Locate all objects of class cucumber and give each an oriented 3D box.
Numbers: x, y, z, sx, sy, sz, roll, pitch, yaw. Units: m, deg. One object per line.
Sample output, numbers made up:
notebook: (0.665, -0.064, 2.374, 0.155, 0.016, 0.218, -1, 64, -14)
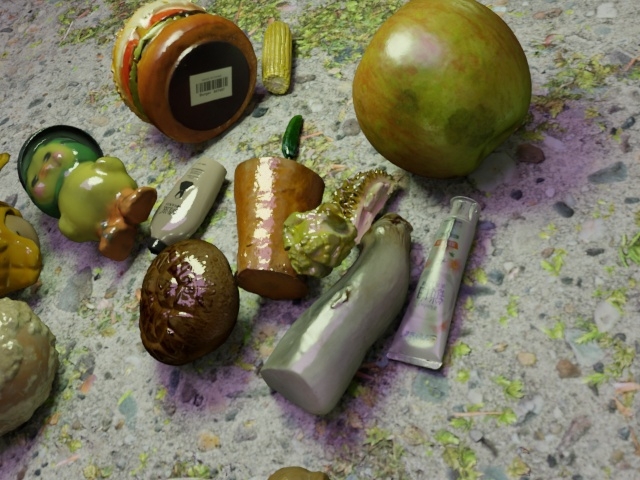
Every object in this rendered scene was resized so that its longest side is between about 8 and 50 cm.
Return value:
cucumber: (-0.070, -0.241, 1.582, 0.039, 0.039, 0.168, -6, 49, 20)

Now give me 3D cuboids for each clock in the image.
clock: (-0.648, -0.182, 1.685, 0.041, 0.215, 0.215, 10, 58, 47)

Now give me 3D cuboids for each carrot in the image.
carrot: (-0.094, -0.016, 1.337, 0.195, 0.196, 0.255, -5, 62, 21)

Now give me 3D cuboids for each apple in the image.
apple: (0.236, -0.289, 1.289, 0.339, 0.340, 0.340, -13, 50, 15)

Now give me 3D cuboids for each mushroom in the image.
mushroom: (-0.254, 0.117, 1.269, 0.253, 0.153, 0.253, -17, 66, 45)
mushroom: (0.058, 0.110, 1.186, 0.397, 0.126, 0.177, -49, 27, -19)

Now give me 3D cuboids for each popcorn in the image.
popcorn: (0.000, 0.000, 1.203, 0.145, 0.126, 0.125, -32, 18, -38)

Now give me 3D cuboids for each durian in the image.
durian: (0.067, -0.070, 1.335, 0.140, 0.078, 0.224, -5, 42, 29)

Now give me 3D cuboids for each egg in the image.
egg: (-0.664, 0.255, 1.317, 0.310, 0.279, 0.279, -46, 48, 2)

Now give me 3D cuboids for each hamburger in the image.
hamburger: (-0.342, -0.421, 1.663, 0.330, 0.330, 0.250, -42, 53, -11)

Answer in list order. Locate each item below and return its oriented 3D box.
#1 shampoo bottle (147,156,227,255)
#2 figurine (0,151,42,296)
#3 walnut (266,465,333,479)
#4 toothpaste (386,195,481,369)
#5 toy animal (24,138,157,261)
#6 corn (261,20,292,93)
shampoo bottle: (-0.310, -0.073, 1.531, 0.127, 0.078, 0.257, 14, 63, 29)
figurine: (-0.853, 0.010, 1.593, 0.400, 0.268, 0.387, -31, 33, -16)
walnut: (-0.026, 0.413, 0.973, 0.166, 0.149, 0.167, 10, 43, -9)
toothpaste: (0.212, 0.071, 1.190, 0.100, 0.066, 0.323, 8, 63, 30)
toy animal: (-0.535, -0.104, 1.573, 0.338, 0.191, 0.216, 30, 90, 20)
corn: (-0.114, -0.484, 1.767, 0.081, 0.081, 0.249, -13, 50, 15)
